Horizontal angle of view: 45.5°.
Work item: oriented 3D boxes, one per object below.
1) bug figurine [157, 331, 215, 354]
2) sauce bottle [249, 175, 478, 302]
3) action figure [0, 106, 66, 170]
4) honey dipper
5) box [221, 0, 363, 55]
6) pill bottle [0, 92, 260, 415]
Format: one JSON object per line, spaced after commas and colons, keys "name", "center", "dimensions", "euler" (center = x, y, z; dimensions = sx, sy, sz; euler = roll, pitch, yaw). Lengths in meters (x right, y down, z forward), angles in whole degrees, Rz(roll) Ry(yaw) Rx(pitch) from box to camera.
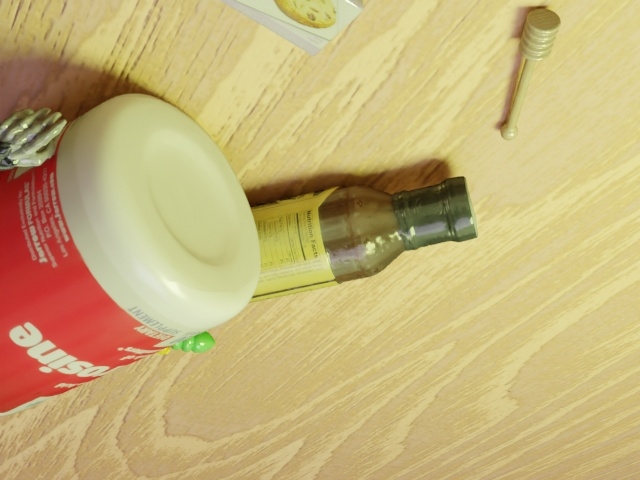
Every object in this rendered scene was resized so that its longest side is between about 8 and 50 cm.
{"name": "bug figurine", "center": [-0.237, 0.095, 1.007], "dimensions": [0.216, 0.072, 0.279], "euler": [6, 144, -14]}
{"name": "sauce bottle", "center": [0.000, 0.000, 0.857], "dimensions": [0.344, 0.111, 0.111], "euler": [-11, 145, 11]}
{"name": "action figure", "center": [-0.281, -0.110, 0.582], "dimensions": [0.141, 0.275, 0.164], "euler": [-31, 121, -4]}
{"name": "honey dipper", "center": [0.193, -0.149, 0.729], "dimensions": [0.030, 0.030, 0.160], "euler": [-2, 148, -2]}
{"name": "box", "center": [-0.109, -0.240, 0.537], "dimensions": [0.324, 0.063, 0.067], "euler": [24, 136, -34]}
{"name": "pill bottle", "center": [-0.283, 0.040, 0.767], "dimensions": [0.408, 0.229, 0.229], "euler": [-25, 140, 23]}
